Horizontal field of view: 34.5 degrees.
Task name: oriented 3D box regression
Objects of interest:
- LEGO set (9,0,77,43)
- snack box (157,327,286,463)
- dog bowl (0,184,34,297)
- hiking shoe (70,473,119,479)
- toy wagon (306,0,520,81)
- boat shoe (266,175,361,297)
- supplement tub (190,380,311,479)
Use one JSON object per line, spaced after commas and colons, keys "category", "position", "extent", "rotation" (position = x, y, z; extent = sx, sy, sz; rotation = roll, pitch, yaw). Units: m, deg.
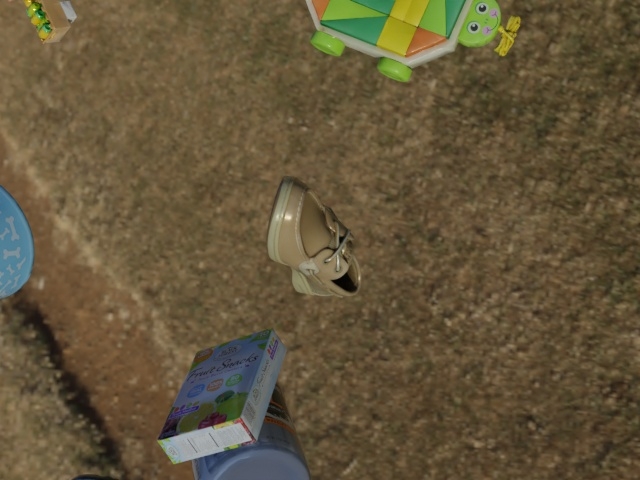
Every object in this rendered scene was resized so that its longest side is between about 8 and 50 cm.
{"category": "LEGO set", "position": [-0.363, -0.380, 1.208], "extent": [0.132, 0.107, 0.287], "rotation": [5, 94, 20]}
{"category": "snack box", "position": [-0.098, 0.157, 1.052], "extent": [0.100, 0.037, 0.141], "rotation": [-18, 27, 23]}
{"category": "dog bowl", "position": [-0.478, 0.004, 1.179], "extent": [0.297, 0.074, 0.166], "rotation": [4, 115, 16]}
{"category": "hiking shoe", "position": [-0.326, 0.470, 1.417], "extent": [0.132, 0.113, 0.304], "rotation": [-79, -9, -62]}
{"category": "toy wagon", "position": [0.147, -0.388, 1.615], "extent": [0.344, 0.068, 0.267], "rotation": [24, 90, 13]}
{"category": "boat shoe", "position": [0.000, 0.000, 1.568], "extent": [0.110, 0.341, 0.122], "rotation": [13, 74, 14]}
{"category": "supplement tub", "position": [-0.140, 0.346, 1.822], "extent": [0.194, 0.193, 0.316], "rotation": [-63, 25, 19]}
